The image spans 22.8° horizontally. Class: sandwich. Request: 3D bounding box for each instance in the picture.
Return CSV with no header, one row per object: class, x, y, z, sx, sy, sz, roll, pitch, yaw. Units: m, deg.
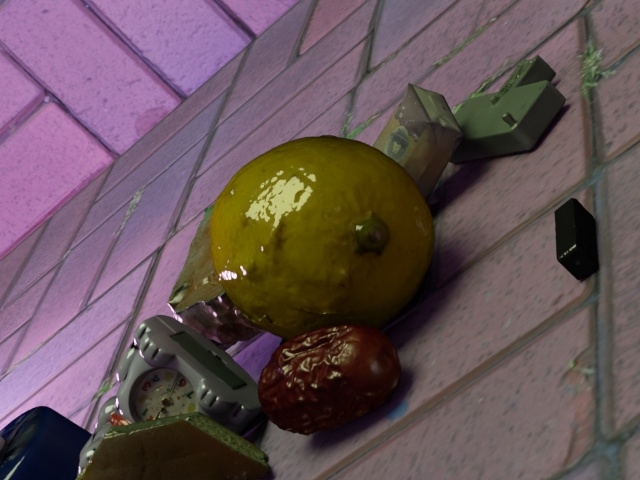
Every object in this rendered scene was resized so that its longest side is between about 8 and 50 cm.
sandwich,-0.188,0.251,1.820,0.258,0.096,0.094,-12,5,3

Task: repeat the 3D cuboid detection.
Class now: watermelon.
watermelon,-0.084,0.046,2.132,0.264,0.151,0.302,-28,27,43

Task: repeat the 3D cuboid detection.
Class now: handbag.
handbag,0.112,-0.101,2.033,0.173,0.095,0.117,-59,24,24

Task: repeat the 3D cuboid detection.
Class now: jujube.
jujube,0.008,0.148,1.728,0.176,0.109,0.112,-23,70,45

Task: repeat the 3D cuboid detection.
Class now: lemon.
lemon,-0.001,0.000,1.857,0.284,0.260,0.260,-17,31,43

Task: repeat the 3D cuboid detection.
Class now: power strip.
power strip,0.237,-0.174,2.027,0.145,0.061,0.216,-52,18,-18
power strip,0.257,-0.002,1.603,0.029,0.038,0.111,-40,16,24

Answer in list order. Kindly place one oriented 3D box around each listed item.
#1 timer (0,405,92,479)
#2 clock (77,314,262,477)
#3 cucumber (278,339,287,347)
timer,-0.500,0.277,2.174,0.270,0.383,0.270,-42,16,15
clock,-0.213,0.241,1.962,0.254,0.189,0.189,-51,16,6
cucumber,-0.029,0.136,1.927,0.078,0.062,0.211,-40,17,18
